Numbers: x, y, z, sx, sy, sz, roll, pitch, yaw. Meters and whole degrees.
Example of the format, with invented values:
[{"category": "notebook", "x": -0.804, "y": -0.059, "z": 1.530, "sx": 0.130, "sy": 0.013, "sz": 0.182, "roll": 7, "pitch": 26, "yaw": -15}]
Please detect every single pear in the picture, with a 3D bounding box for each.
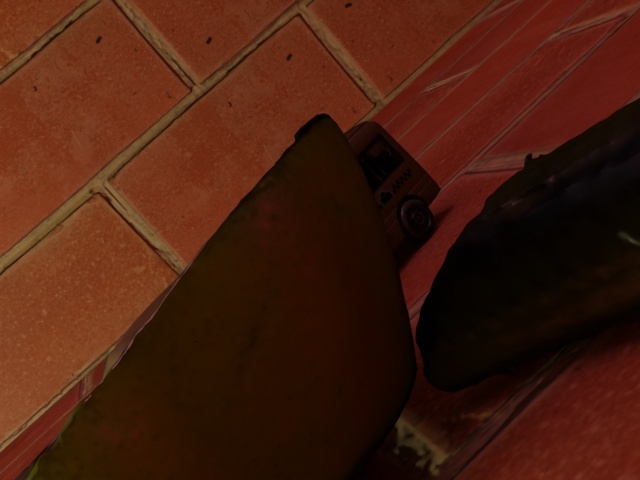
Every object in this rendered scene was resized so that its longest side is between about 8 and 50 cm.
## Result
[{"category": "pear", "x": -0.056, "y": 0.117, "z": 0.735, "sx": 0.399, "sy": 0.165, "sz": 0.399, "roll": -51, "pitch": 0, "yaw": 0}]

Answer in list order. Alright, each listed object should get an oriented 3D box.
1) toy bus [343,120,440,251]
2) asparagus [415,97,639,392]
[{"category": "toy bus", "x": 0.000, "y": 0.000, "z": 1.170, "sx": 0.289, "sy": 0.157, "sz": 0.139, "roll": -47, "pitch": 10, "yaw": -36}, {"category": "asparagus", "x": 0.189, "y": -0.021, "z": 0.606, "sx": 0.108, "sy": 0.128, "sz": 0.382, "roll": -3, "pitch": -22, "yaw": -40}]
